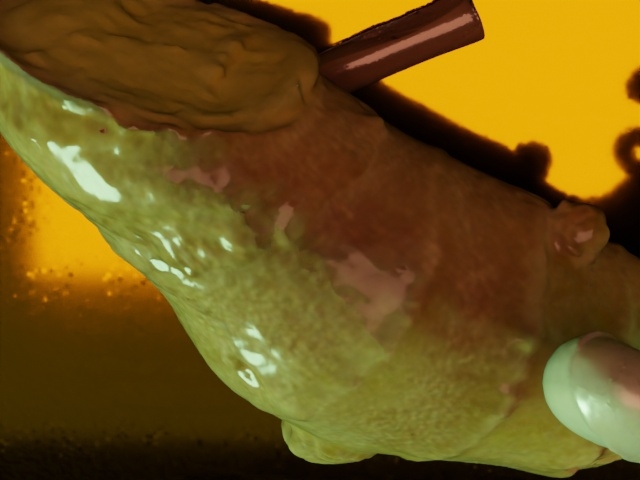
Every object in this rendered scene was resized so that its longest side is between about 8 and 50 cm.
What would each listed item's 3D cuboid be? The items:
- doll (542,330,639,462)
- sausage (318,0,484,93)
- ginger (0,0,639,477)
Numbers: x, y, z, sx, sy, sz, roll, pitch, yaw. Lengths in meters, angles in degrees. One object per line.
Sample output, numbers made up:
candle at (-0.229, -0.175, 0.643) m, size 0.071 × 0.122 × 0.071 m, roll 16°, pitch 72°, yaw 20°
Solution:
doll at (0.219, 0.052, 0.520) m, size 0.252 × 0.111 × 0.237 m, roll -47°, pitch 117°, yaw -25°
sausage at (0.021, -0.084, 0.578) m, size 0.116 × 0.026 × 0.026 m, roll -23°, pitch 102°, yaw 8°
ginger at (0.000, 0.000, 0.541) m, size 0.354 × 0.126 × 0.190 m, roll 39°, pitch 121°, yaw -15°
